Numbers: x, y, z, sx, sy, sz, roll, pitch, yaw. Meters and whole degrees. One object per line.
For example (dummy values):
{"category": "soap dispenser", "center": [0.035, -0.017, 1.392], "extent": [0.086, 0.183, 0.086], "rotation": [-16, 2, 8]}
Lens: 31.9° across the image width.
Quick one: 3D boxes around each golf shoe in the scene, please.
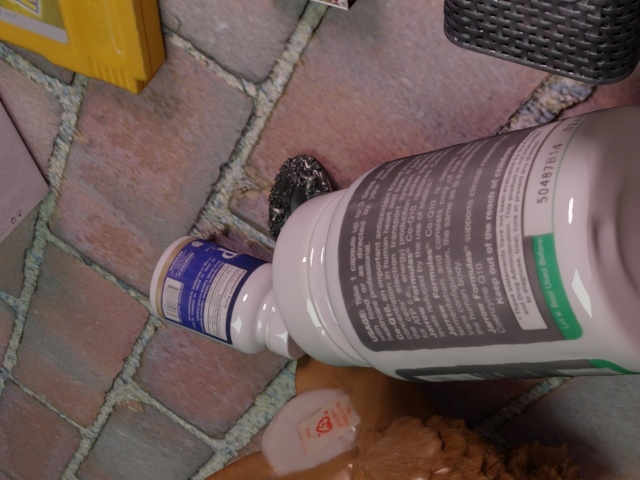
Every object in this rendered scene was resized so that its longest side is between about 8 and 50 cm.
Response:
{"category": "golf shoe", "center": [0.000, 0.000, 1.183], "extent": [0.077, 0.094, 0.198], "rotation": [-1, 108, 25]}

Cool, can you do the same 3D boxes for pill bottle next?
{"category": "pill bottle", "center": [-0.097, 0.071, 1.322], "extent": [0.186, 0.112, 0.112], "rotation": [19, 144, 24]}
{"category": "pill bottle", "center": [0.134, 0.017, 0.958], "extent": [0.361, 0.204, 0.204], "rotation": [-10, 126, 48]}

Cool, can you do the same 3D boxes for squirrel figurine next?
{"category": "squirrel figurine", "center": [0.118, 0.327, 1.319], "extent": [0.397, 0.281, 0.370], "rotation": [4, 143, 43]}

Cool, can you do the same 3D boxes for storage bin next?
{"category": "storage bin", "center": [0.162, -0.191, 0.688], "extent": [0.122, 0.180, 0.084], "rotation": [20, 144, 23]}

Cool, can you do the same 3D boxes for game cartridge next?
{"category": "game cartridge", "center": [-0.309, -0.300, 1.100], "extent": [0.323, 0.053, 0.285], "rotation": [24, 146, 19]}

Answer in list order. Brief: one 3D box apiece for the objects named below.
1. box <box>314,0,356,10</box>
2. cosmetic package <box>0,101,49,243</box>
{"category": "box", "center": [-0.026, -0.285, 0.874], "extent": [0.114, 0.036, 0.207], "rotation": [20, 144, 23]}
{"category": "cosmetic package", "center": [-0.504, -0.121, 1.423], "extent": [0.224, 0.138, 0.225], "rotation": [14, 143, 30]}
